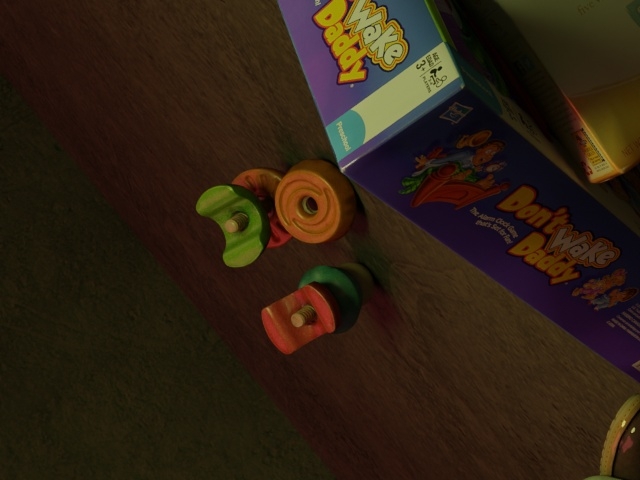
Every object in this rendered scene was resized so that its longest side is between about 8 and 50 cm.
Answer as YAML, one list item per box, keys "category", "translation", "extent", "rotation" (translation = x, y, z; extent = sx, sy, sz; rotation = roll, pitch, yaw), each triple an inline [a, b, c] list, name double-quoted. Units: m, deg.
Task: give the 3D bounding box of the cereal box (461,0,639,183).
- category: "cereal box"
  translation: [0.144, -0.175, 0.852]
  extent: [0.240, 0.173, 0.047]
  rotation: [54, 166, -3]

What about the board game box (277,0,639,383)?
- category: "board game box"
  translation: [0.107, -0.076, 0.968]
  extent: [0.347, 0.078, 0.233]
  rotation: [32, -150, -47]

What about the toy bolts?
- category: "toy bolts"
  translation: [0.000, 0.000, 1.972]
  extent: [0.218, 0.158, 0.228]
  rotation: [-22, 95, 35]

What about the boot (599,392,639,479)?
- category: "boot"
  translation: [0.359, 0.253, 1.437]
  extent: [0.207, 0.090, 0.248]
  rotation: [23, 144, 39]

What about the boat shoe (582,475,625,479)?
- category: "boat shoe"
  translation: [0.309, 0.257, 1.370]
  extent: [0.227, 0.068, 0.081]
  rotation: [7, 115, 29]
